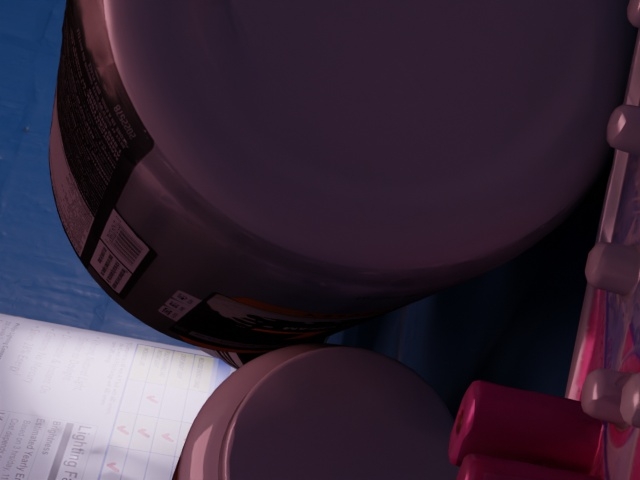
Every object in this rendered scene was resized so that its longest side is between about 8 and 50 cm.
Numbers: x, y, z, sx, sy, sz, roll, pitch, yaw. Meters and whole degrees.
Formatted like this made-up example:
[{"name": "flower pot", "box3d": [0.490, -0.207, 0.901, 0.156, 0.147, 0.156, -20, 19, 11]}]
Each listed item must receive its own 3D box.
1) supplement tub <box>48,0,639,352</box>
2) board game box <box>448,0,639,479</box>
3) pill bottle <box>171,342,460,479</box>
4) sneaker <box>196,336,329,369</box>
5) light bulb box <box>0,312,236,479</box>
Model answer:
[{"name": "supplement tub", "box3d": [-0.017, -0.054, 0.528, 0.316, 0.194, 0.193, 146, 137, -73]}, {"name": "board game box", "box3d": [0.108, -0.081, 0.194, 0.390, 0.050, 0.389, 152, 130, -83]}, {"name": "pill bottle", "box3d": [-0.006, 0.113, 0.552, 0.216, 0.121, 0.121, 116, 165, -71]}, {"name": "sneaker", "box3d": [-0.031, -0.113, 0.893, 0.257, 0.169, 0.447, -161, 68, -74]}, {"name": "light bulb box", "box3d": [-0.215, 0.263, 1.117, 0.358, 0.361, 0.225, -88, 10, -64]}]
